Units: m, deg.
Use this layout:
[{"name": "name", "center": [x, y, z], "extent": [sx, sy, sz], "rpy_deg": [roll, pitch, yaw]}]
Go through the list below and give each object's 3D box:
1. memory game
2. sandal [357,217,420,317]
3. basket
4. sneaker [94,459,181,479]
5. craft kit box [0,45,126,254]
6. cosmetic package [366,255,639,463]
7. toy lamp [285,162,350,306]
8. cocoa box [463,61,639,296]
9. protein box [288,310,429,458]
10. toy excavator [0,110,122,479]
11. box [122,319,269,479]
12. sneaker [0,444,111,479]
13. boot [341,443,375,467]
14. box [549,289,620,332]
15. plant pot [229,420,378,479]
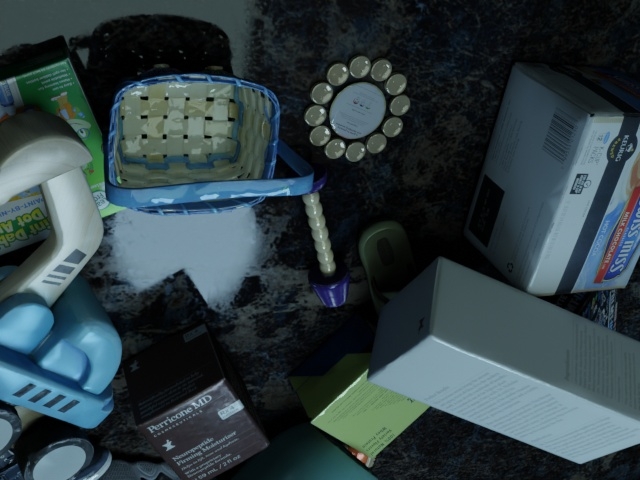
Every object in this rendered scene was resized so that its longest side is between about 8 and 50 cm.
[{"name": "memory game", "center": [0.060, -0.212, 1.219], "extent": [0.186, 0.012, 0.186], "rpy_deg": [-12, 126, -17]}, {"name": "sandal", "center": [0.149, 0.090, 1.411], "extent": [0.120, 0.086, 0.302], "rpy_deg": [-31, 128, -2]}, {"name": "basket", "center": [-0.171, -0.122, 1.001], "extent": [0.255, 0.289, 0.201], "rpy_deg": [-5, 123, -22]}, {"name": "sneaker", "center": [-0.347, 0.513, 1.476], "extent": [0.269, 0.101, 0.153], "rpy_deg": [20, 120, -35]}, {"name": "craft kit box", "center": [-0.424, -0.113, 1.050], "extent": [0.250, 0.061, 0.246], "rpy_deg": [-22, 131, -9]}, {"name": "cosmetic package", "center": [0.339, 0.220, 1.309], "extent": [0.453, 0.161, 0.230], "rpy_deg": [23, 145, -12]}, {"name": "toy lamp", "center": [0.000, 0.000, 1.296], "extent": [0.080, 0.080, 0.274], "rpy_deg": [-20, 125, -10]}, {"name": "cocoa box", "center": [0.438, -0.107, 1.313], "extent": [0.228, 0.231, 0.347], "rpy_deg": [-3, 123, -22]}, {"name": "protein box", "center": [0.088, 0.287, 1.484], "extent": [0.200, 0.136, 0.201], "rpy_deg": [-44, 127, 8]}, {"name": "toy excavator", "center": [-0.400, 0.086, 1.071], "extent": [0.445, 0.222, 0.433], "rpy_deg": [-47, 140, -1]}, {"name": "box", "center": [-0.220, 0.290, 1.332], "extent": [0.169, 0.167, 0.203], "rpy_deg": [-28, 128, -4]}, {"name": "sneaker", "center": [-0.494, 0.379, 1.324], "extent": [0.226, 0.086, 0.163], "rpy_deg": [-14, 129, -13]}, {"name": "boot", "center": [0.063, 0.515, 1.680], "extent": [0.085, 0.059, 0.157], "rpy_deg": [5, 111, -23]}, {"name": "box", "center": [0.543, 0.198, 1.582], "extent": [0.293, 0.073, 0.295], "rpy_deg": [-44, 138, -33]}, {"name": "plant pot", "center": [-0.026, 0.508, 1.500], "extent": [0.235, 0.293, 0.293], "rpy_deg": [-52, 128, -7]}]
